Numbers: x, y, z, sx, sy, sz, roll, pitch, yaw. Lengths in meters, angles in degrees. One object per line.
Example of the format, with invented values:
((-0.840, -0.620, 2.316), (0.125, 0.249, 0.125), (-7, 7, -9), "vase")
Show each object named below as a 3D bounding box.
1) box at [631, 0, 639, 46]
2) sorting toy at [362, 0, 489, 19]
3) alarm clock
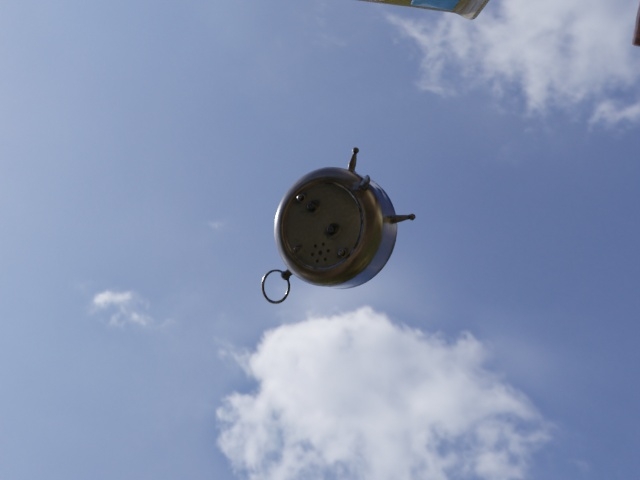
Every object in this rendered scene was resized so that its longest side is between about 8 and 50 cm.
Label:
((0.434, -0.354, 0.701), (0.143, 0.191, 0.381), (-38, -42, -33), "box")
((0.137, -0.361, 0.886), (0.229, 0.307, 0.041), (7, -110, -13), "sorting toy")
((0.000, 0.000, 0.827), (0.192, 0.129, 0.064), (-47, -24, 19), "alarm clock")
